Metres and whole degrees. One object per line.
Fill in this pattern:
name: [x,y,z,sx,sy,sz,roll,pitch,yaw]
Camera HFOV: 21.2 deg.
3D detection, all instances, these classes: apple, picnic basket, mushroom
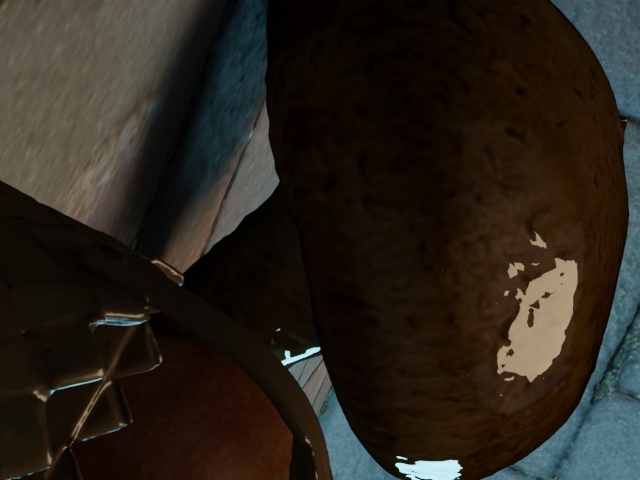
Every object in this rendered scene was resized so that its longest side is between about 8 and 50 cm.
apple: [-0.083,0.140,0.847,0.174,0.188,0.188,-64,177,-64]
picnic basket: [-0.081,0.061,0.559,0.128,0.178,0.138,-67,174,24]
mushroom: [0.010,-0.014,1.018,0.331,0.356,0.334,-69,148,-45]
